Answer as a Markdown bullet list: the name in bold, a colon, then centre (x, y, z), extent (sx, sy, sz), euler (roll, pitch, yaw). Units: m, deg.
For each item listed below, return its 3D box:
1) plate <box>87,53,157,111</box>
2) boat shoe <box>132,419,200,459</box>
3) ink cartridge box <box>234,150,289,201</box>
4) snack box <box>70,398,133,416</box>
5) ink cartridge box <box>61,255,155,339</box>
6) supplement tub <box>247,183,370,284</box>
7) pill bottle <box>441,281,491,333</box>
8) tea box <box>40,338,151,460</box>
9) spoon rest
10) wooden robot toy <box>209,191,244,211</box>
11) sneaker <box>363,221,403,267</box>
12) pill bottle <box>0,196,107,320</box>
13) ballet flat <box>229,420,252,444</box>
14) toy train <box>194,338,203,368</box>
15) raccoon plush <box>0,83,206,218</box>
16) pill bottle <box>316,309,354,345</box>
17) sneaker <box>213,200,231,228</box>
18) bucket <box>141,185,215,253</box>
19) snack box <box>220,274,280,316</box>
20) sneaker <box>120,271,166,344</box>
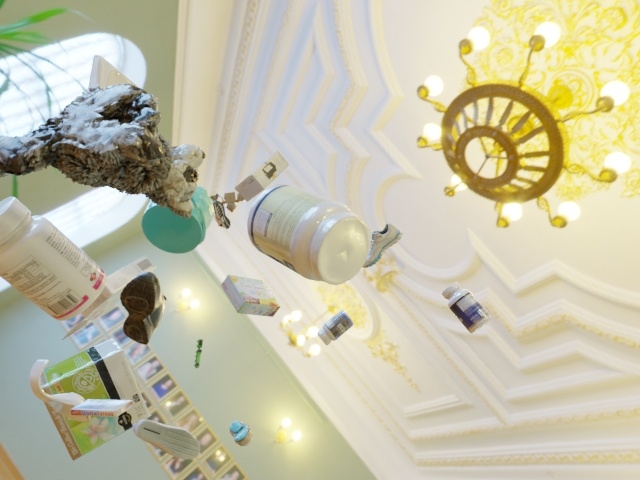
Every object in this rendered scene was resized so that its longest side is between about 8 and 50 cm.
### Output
- **plate**: centre (-0.627, -0.417, 1.542), extent (0.045, 0.278, 0.277), euler (-11, -25, 21)
- **boat shoe**: centre (-0.492, 0.628, 1.525), extent (0.226, 0.083, 0.076), euler (39, -33, -21)
- **ink cartridge box**: centre (-0.213, -0.233, 1.737), extent (0.072, 0.175, 0.127), euler (49, -40, -13)
- **snack box**: centre (-0.626, 0.478, 1.363), extent (0.178, 0.064, 0.022), euler (-8, -84, 24)
- **ink cartridge box**: centre (-0.738, 0.189, 1.641), extent (0.066, 0.261, 0.296), euler (50, 14, -5)
- **supplement tub**: centre (-0.038, -0.021, 1.394), extent (0.325, 0.235, 0.235), euler (26, -40, 44)
- **pill bottle**: centre (0.502, 0.230, 1.654), extent (0.169, 0.094, 0.094), euler (52, -28, 24)
- **tea box**: centre (-0.928, 0.635, 1.948), extent (0.220, 0.323, 0.329), euler (6, -63, 56)
- **spoon rest**: centre (-0.862, 0.515, 1.568), extent (0.137, 0.084, 0.276), euler (-6, -57, 23)
- **wooden robot toy**: centre (-0.344, -0.149, 1.873), extent (0.076, 0.173, 0.079), euler (154, -72, -79)
- **sneaker**: centre (0.192, 0.011, 1.655), extent (0.083, 0.190, 0.071), euler (43, 1, -28)
- **pill bottle**: centre (-0.661, 0.045, 1.118), extent (0.160, 0.160, 0.283), euler (16, -33, 47)
- **ballet flat**: centre (-0.298, 0.760, 1.861), extent (0.073, 0.080, 0.232), euler (52, -19, -7)
- **toy train**: centre (-0.346, 0.321, 1.356), extent (0.024, 0.017, 0.083), euler (146, -50, -59)
- **raccoon plush**: centre (-0.488, -0.162, 1.067), extent (0.299, 0.446, 0.216), euler (90, -8, -57)
- **pill bottle**: centre (0.056, 0.339, 1.846), extent (0.078, 0.137, 0.078), euler (49, -12, 14)
- **sneaker**: centre (-0.333, -0.083, 1.561), extent (0.044, 0.040, 0.109), euler (8, -50, 28)
- **bucket**: centre (-0.572, -0.093, 1.923), extent (0.281, 0.183, 0.281), euler (2, -53, 2)
- **snack box**: centre (-0.296, 0.235, 2.020), extent (0.070, 0.207, 0.174), euler (-53, -129, 16)
- **sneaker**: centre (-0.514, 0.181, 1.412), extent (0.109, 0.130, 0.286), euler (27, -50, 1)
